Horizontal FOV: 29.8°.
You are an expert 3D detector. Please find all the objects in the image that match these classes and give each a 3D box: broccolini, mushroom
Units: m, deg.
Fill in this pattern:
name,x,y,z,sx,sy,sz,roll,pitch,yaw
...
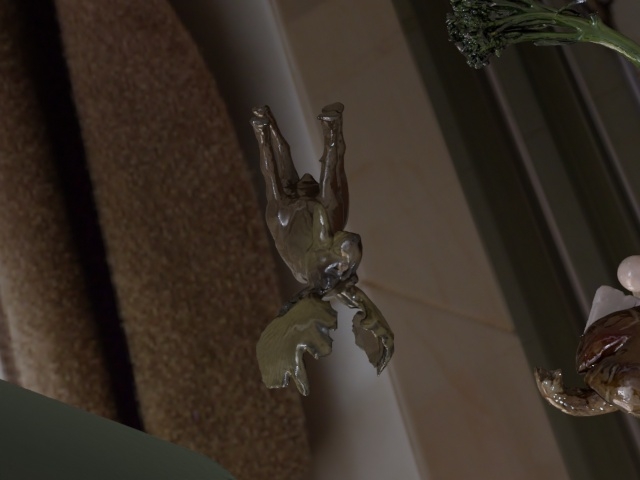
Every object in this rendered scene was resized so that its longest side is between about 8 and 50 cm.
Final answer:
name,x,y,z,sx,sy,sz,roll,pitch,yaw
broccolini,0.236,-0.180,1.164,0.123,0.271,0.062,-52,162,-19
mushroom,0.256,0.100,0.964,0.170,0.080,0.135,-9,-161,-1

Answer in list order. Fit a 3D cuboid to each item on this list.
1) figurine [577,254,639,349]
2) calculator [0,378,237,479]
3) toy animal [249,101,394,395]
name,x,y,z,sx,sy,sz,roll,pitch,yaw
figurine,0.380,0.071,1.222,0.144,0.182,0.257,-48,180,-17
calculator,-0.085,0.082,0.348,0.246,0.141,0.045,28,95,-36
toy animal,0.000,0.000,0.851,0.093,0.186,0.214,-4,-167,2
